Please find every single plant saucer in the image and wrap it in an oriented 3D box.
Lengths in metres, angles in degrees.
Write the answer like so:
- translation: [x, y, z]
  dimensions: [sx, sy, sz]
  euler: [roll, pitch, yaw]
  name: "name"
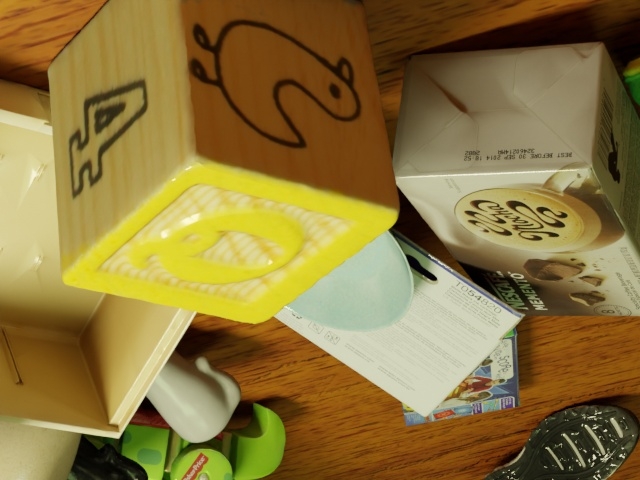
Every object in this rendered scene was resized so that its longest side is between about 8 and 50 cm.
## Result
- translation: [0.000, 0.000, 1.542]
  dimensions: [0.195, 0.037, 0.195]
  euler: [21, 142, 17]
  name: "plant saucer"

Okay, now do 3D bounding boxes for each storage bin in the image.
- translation: [-0.237, 0.015, 1.455]
  dimensions: [0.262, 0.123, 0.260]
  euler: [13, 123, -35]
  name: "storage bin"

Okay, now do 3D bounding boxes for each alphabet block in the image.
- translation: [-0.078, -0.075, 1.327]
  dimensions: [0.192, 0.197, 0.193]
  euler: [12, 145, -34]
  name: "alphabet block"

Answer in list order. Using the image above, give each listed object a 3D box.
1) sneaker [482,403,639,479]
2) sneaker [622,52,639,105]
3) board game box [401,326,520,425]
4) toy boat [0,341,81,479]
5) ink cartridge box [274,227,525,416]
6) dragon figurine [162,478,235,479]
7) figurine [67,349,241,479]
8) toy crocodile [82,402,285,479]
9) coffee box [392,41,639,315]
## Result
- translation: [0.301, 0.275, 2.196]
  dimensions: [0.108, 0.100, 0.271]
  euler: [-16, 160, -44]
  name: "sneaker"
- translation: [0.350, -0.084, 1.506]
  dimensions: [0.109, 0.123, 0.295]
  euler: [-22, 148, 24]
  name: "sneaker"
- translation: [0.151, 0.143, 1.954]
  dimensions: [0.136, 0.035, 0.201]
  euler: [-10, 151, 2]
  name: "board game box"
- translation: [-0.321, 0.205, 1.547]
  dimensions: [0.148, 0.267, 0.318]
  euler: [24, 179, 7]
  name: "toy boat"
- translation: [0.059, 0.046, 1.624]
  dimensions: [0.223, 0.045, 0.224]
  euler: [34, 144, -2]
  name: "ink cartridge box"
- translation: [-0.216, 0.314, 2.109]
  dimensions: [0.289, 0.085, 0.144]
  euler: [-5, 151, -10]
  name: "dragon figurine"
- translation: [-0.214, 0.162, 1.765]
  dimensions: [0.215, 0.092, 0.209]
  euler: [-43, 133, -1]
  name: "figurine"
- translation: [-0.205, 0.223, 1.936]
  dimensions: [0.340, 0.105, 0.115]
  euler: [6, -176, -16]
  name: "toy crocodile"
- translation: [0.193, -0.043, 1.505]
  dimensions: [0.168, 0.119, 0.297]
  euler: [-1, 155, 23]
  name: "coffee box"
